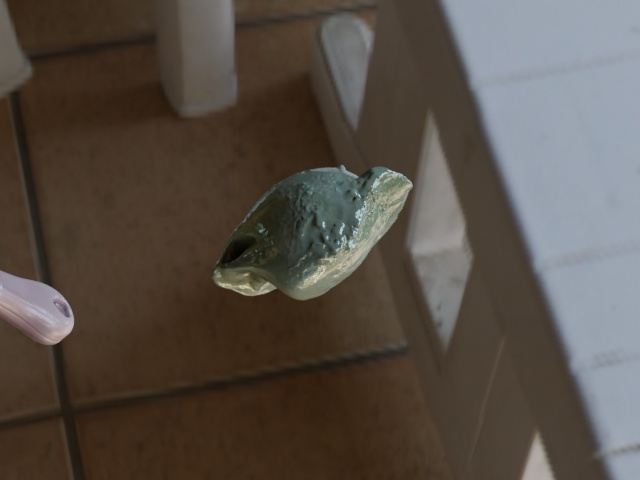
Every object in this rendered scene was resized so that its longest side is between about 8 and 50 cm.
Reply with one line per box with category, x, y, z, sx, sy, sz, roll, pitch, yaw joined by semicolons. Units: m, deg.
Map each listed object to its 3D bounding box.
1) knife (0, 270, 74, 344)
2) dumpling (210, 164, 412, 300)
knife;-0.380;0.044;1.755;0.043;0.336;0.081;-39;53;18
dumpling;0.000;0.006;1.668;0.219;0.152;0.108;-27;40;11
